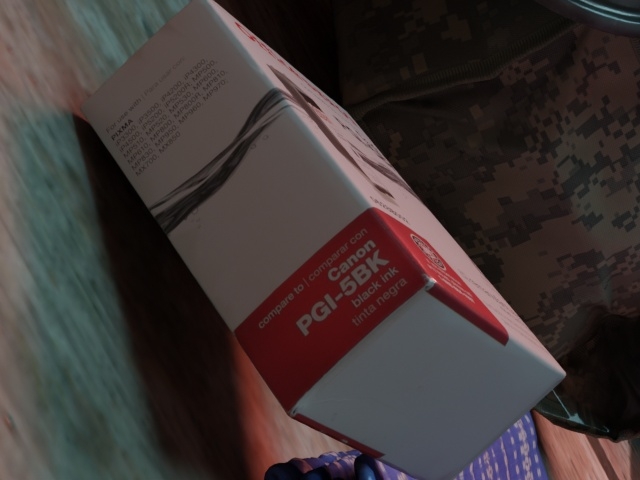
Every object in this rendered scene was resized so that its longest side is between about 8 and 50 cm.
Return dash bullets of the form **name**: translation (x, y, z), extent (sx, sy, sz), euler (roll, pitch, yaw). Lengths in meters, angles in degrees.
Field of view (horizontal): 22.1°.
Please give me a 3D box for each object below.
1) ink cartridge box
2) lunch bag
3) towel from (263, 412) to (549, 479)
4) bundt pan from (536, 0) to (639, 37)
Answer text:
- **ink cartridge box**: translation (0.000, 0.000, 0.500), extent (0.135, 0.056, 0.099), euler (53, 11, 34)
- **lunch bag**: translation (0.125, -0.060, 0.896), extent (0.235, 0.169, 0.287), euler (-97, 160, -49)
- **towel**: translation (0.085, 0.178, 0.603), extent (0.243, 0.040, 0.336), euler (67, 15, 9)
- **bundt pan**: translation (0.129, -0.233, 0.764), extent (0.331, 0.124, 0.331), euler (20, 36, -16)
